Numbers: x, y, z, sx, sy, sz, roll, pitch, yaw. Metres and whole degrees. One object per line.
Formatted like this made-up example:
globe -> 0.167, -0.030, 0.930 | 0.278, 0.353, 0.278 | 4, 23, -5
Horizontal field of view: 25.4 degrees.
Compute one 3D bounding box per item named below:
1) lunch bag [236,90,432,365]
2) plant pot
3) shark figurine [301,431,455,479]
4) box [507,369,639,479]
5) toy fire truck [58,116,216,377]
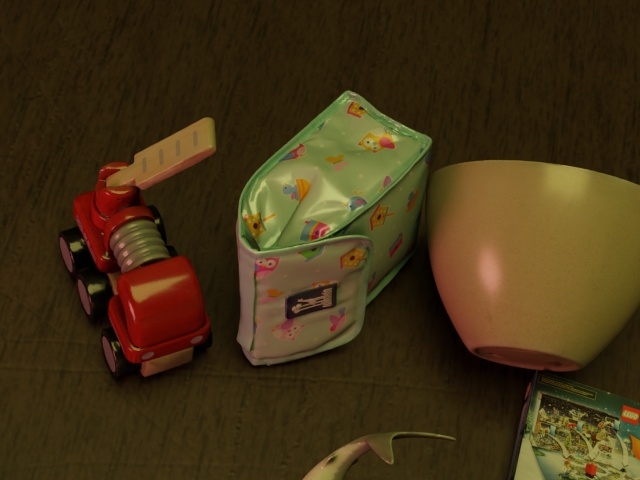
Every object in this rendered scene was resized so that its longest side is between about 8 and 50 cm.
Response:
lunch bag -> 0.000, 0.000, 1.603 | 0.160, 0.223, 0.262 | 31, 57, 19
plant pot -> 0.246, 0.043, 1.618 | 0.284, 0.284, 0.191 | 12, 77, -3
shark figurine -> 0.015, 0.292, 1.473 | 0.166, 0.116, 0.278 | 31, 94, 49
box -> 0.335, 0.256, 1.606 | 0.233, 0.044, 0.159 | 18, 55, 1
toy fire truck -> -0.181, -0.002, 1.555 | 0.158, 0.246, 0.217 | -17, 61, -20
